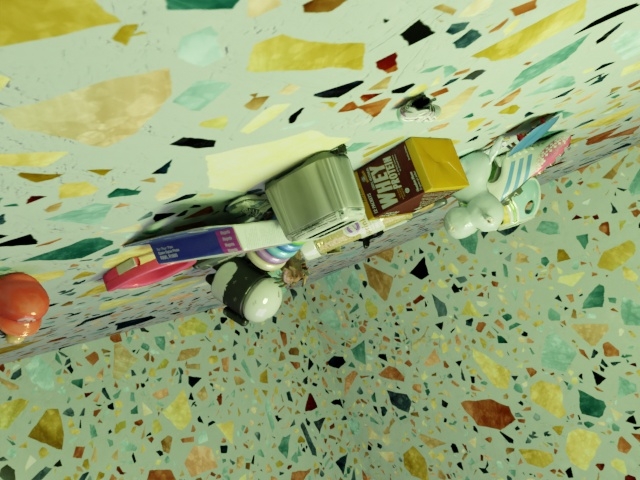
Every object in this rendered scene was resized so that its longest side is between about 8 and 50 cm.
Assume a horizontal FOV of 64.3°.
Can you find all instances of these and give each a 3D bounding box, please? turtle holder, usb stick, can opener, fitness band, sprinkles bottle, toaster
[{"bbox_3d":[0.645,-0.159,1.817,0.243,0.228,0.320,-25,170,39],"label":"turtle holder"},{"bbox_3d":[-0.275,0.030,1.579,0.278,0.045,0.077,-22,172,20],"label":"usb stick"},{"bbox_3d":[0.342,-0.116,1.941,0.280,0.074,0.093,-21,171,12],"label":"can opener"},{"bbox_3d":[-0.483,0.086,1.446,0.290,0.054,0.209,-23,171,33],"label":"fitness band"},{"bbox_3d":[0.098,-0.058,1.567,0.355,0.121,0.121,-23,171,8],"label":"sprinkles bottle"},{"bbox_3d":[-0.002,-0.089,1.081,0.227,0.147,0.129,-25,171,32],"label":"toaster"}]

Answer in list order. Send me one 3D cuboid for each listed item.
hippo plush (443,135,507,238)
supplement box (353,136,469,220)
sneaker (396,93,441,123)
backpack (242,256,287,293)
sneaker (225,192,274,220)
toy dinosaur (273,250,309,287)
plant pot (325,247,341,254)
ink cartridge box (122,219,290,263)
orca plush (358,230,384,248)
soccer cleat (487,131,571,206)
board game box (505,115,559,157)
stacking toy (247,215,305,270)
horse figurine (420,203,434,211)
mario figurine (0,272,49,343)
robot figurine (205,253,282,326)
[{"bbox_3d":[0.465,-0.132,1.550,0.294,0.237,0.234,-23,171,23],"label":"hippo plush"},{"bbox_3d":[0.220,-0.150,1.252,0.191,0.129,0.194,-10,167,-47],"label":"supplement box"},{"bbox_3d":[0.192,-0.240,0.915,0.098,0.038,0.069,-16,172,-26],"label":"sneaker"},{"bbox_3d":[-0.236,0.149,2.008,0.225,0.191,0.253,-24,176,25],"label":"backpack"},{"bbox_3d":[-0.147,-0.074,1.155,0.135,0.058,0.052,-14,170,-29],"label":"sneaker"},{"bbox_3d":[-0.105,0.073,1.713,0.127,0.200,0.296,-19,172,1],"label":"toy dinosaur"},{"bbox_3d":[0.000,0.000,1.840,0.096,0.109,0.109,-10,178,30],"label":"plant pot"},{"bbox_3d":[-0.238,0.006,1.215,0.324,0.072,0.330,-9,-179,40],"label":"ink cartridge box"},{"bbox_3d":[0.183,-0.019,2.110,0.151,0.102,0.287,-25,170,32],"label":"orca plush"},{"bbox_3d":[0.661,-0.259,1.663,0.331,0.143,0.116,-44,175,4],"label":"soccer cleat"},{"bbox_3d":[0.578,-0.298,1.404,0.168,0.033,0.133,-28,163,-27],"label":"board game box"},{"bbox_3d":[-0.068,-0.040,1.362,0.141,0.141,0.330,-11,163,-44],"label":"stacking toy"},{"bbox_3d":[0.332,-0.137,1.818,0.263,0.066,0.174,-18,166,4],"label":"horse figurine"},{"bbox_3d":[-0.726,0.191,1.141,0.320,0.170,0.198,-16,-151,33],"label":"mario figurine"},{"bbox_3d":[-0.260,0.164,1.755,0.173,0.278,0.209,-44,152,-34],"label":"robot figurine"}]
